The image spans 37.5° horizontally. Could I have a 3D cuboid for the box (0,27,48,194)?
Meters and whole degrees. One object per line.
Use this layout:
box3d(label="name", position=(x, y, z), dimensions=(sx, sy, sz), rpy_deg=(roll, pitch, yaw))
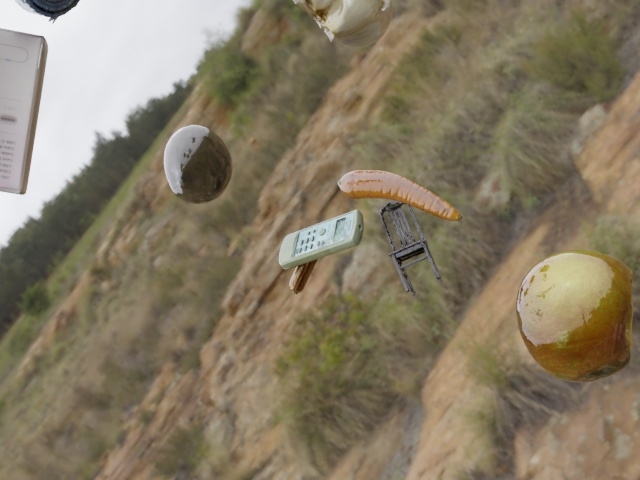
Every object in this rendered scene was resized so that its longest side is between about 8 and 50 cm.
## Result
box3d(label="box", position=(-0.543, -0.209, 1.460), dimensions=(0.106, 0.203, 0.252), rpy_deg=(-174, 92, -77))

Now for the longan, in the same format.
box3d(label="longan", position=(-0.294, -0.183, 2.253), dimensions=(0.189, 0.189, 0.189), rpy_deg=(-52, 4, 5))

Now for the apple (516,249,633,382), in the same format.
box3d(label="apple", position=(0.463, 0.131, 1.668), dimensions=(0.207, 0.237, 0.237), rpy_deg=(-9, 33, 37))

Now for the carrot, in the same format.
box3d(label="carrot", position=(0.155, -0.097, 1.859), dimensions=(0.066, 0.271, 0.062), rpy_deg=(-65, -28, -25))

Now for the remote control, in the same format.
box3d(label="remote control", position=(0.000, 0.000, 2.246), dimensions=(0.233, 0.038, 0.098), rpy_deg=(-19, 44, 33))

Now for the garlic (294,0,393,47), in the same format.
box3d(label="garlic", position=(0.055, -0.591, 2.221), dimensions=(0.203, 0.281, 0.185), rpy_deg=(-45, 1, 19))

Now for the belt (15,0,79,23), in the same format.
box3d(label="belt", position=(-0.386, -0.440, 1.413), dimensions=(0.218, 0.122, 0.128), rpy_deg=(-62, 31, 2))

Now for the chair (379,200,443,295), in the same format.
box3d(label="chair", position=(0.183, 0.003, 2.003), dimensions=(0.084, 0.213, 0.101), rpy_deg=(-23, -13, 8))

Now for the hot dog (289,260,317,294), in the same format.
box3d(label="hot dog", position=(-0.043, 0.072, 2.305), dimensions=(0.049, 0.037, 0.122), rpy_deg=(37, -104, -54))
